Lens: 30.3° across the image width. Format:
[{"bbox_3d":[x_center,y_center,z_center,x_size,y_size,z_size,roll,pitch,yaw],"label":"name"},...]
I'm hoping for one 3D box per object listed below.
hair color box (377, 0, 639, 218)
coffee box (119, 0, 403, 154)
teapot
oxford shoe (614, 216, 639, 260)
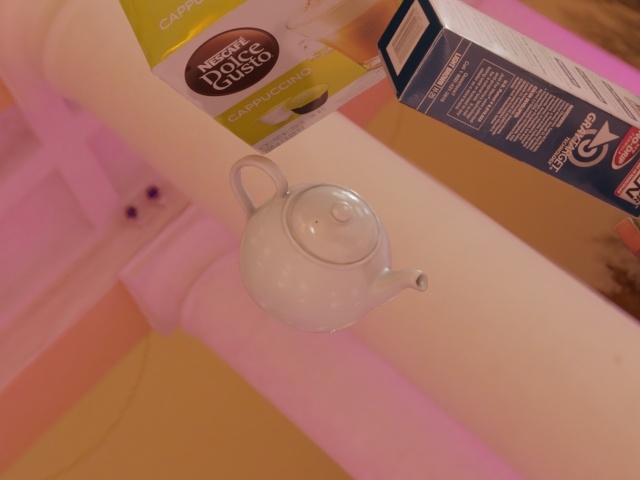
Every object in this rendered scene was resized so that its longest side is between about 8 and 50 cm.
[{"bbox_3d":[0.248,-0.168,1.416,0.347,0.174,0.105,23,-64,-19],"label":"hair color box"},{"bbox_3d":[-0.086,-0.390,1.709,0.338,0.338,0.334,-32,-28,13],"label":"coffee box"},{"bbox_3d":[0.000,0.000,1.781,0.256,0.252,0.187,0,-33,-19],"label":"teapot"},{"bbox_3d":[0.570,0.033,1.759,0.130,0.348,0.123,-45,-52,11],"label":"oxford shoe"}]
